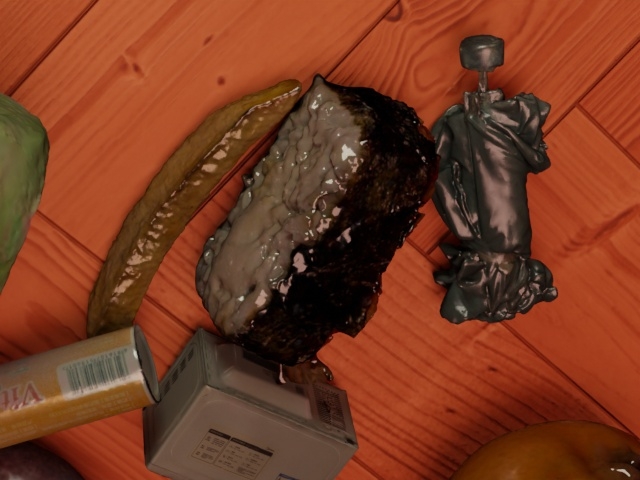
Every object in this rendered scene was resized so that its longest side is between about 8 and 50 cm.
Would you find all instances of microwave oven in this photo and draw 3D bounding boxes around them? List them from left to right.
[{"bbox_3d":[-0.083,0.216,1.967,0.208,0.122,0.162,26,115,-23],"label":"microwave oven"}]

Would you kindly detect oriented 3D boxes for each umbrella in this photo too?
[{"bbox_3d":[0.193,-0.069,1.929,0.143,0.094,0.349,-8,113,-3],"label":"umbrella"}]

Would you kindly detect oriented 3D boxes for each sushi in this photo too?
[{"bbox_3d":[0.000,0.000,1.857,0.182,0.196,0.343,24,104,-25],"label":"sushi"}]

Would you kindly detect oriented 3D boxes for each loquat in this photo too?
[{"bbox_3d":[0.288,0.375,2.027,0.328,0.328,0.329,-5,114,-11],"label":"loquat"}]

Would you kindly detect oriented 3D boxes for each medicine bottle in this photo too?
[{"bbox_3d":[-0.391,0.197,1.868,0.426,0.108,0.108,-15,116,2],"label":"medicine bottle"}]

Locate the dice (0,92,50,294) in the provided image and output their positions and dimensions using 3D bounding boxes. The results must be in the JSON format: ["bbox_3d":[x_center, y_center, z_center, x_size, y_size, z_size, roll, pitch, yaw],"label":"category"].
[{"bbox_3d":[-0.461,-0.029,1.639,0.318,0.330,0.322,23,95,-16],"label":"dice"}]

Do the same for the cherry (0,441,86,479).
[{"bbox_3d":[-0.346,0.348,1.937,0.213,0.183,0.266,-30,96,-18],"label":"cherry"}]

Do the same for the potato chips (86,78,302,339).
[{"bbox_3d":[-0.163,-0.029,1.882,0.080,0.057,0.407,27,105,-29],"label":"potato chips"}]
